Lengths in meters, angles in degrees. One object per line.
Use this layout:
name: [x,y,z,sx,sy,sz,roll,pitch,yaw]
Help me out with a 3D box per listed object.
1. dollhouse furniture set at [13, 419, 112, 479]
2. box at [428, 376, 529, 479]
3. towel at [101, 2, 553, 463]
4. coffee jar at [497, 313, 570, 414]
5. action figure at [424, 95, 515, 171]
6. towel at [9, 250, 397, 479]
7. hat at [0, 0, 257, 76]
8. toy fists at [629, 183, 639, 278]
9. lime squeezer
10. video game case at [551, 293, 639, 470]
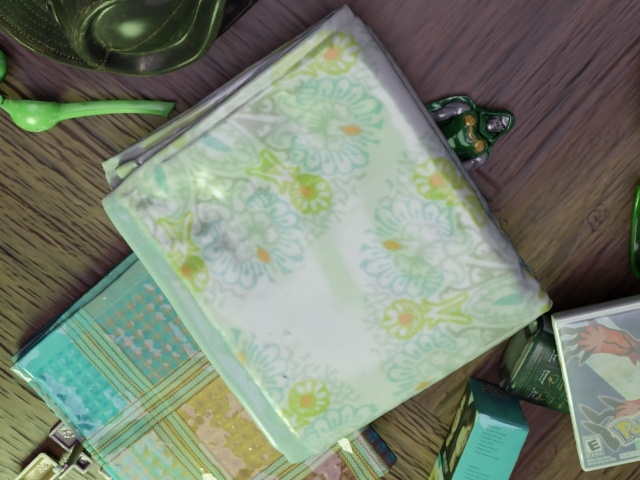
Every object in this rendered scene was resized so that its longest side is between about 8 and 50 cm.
dollhouse furniture set: [-0.301,0.281,1.265,0.091,0.081,0.114,44,103,-11]
box: [0.158,0.287,1.250,0.060,0.100,0.244,18,106,-4]
towel: [0.000,0.000,1.108,0.320,0.090,0.374,-33,98,12]
coffee jar: [0.296,0.155,1.218,0.184,0.079,0.096,24,106,-6]
action figure: [0.094,-0.087,1.160,0.232,0.063,0.137,-23,102,4]
towel: [-0.133,0.186,1.225,0.271,0.040,0.370,-41,92,12]
hat: [-0.153,-0.243,0.996,0.331,0.134,0.331,-13,143,-10]
toy fists: [0.409,-0.077,1.138,0.142,0.096,0.279,0,106,-1]
lime squeezer: [-0.310,-0.182,1.137,0.310,0.059,0.110,34,105,-8]
video game case: [0.357,0.140,1.157,0.201,0.023,0.183,-13,107,6]
